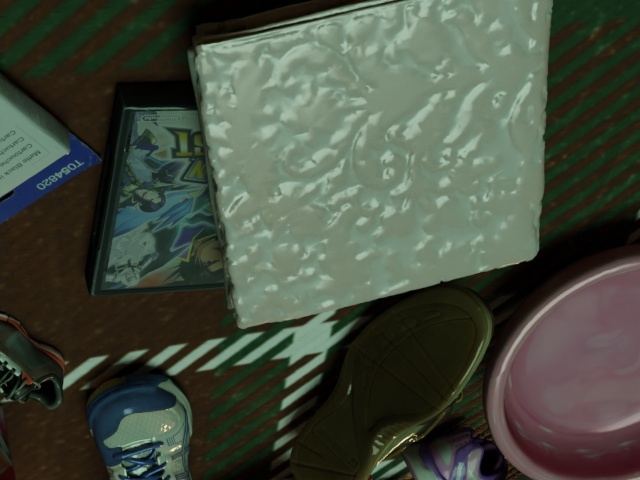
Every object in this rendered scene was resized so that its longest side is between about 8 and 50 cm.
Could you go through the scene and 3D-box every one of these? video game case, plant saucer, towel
[{"bbox_3d":[-0.068,-0.046,1.421,0.275,0.035,0.248,-4,139,-21],"label":"video game case"},{"bbox_3d":[0.335,0.134,1.728,0.332,0.084,0.332,-7,123,-11],"label":"plant saucer"},{"bbox_3d":[0.052,-0.083,1.356,0.317,0.053,0.332,-14,132,-11],"label":"towel"}]

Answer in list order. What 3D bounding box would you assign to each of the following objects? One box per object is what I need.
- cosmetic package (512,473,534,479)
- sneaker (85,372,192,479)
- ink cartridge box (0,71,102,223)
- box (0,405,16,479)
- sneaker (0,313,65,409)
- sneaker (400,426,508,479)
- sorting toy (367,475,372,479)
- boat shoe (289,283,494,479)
[{"bbox_3d":[0.283,0.402,1.899,0.224,0.138,0.225,-37,142,2],"label":"cosmetic package"},{"bbox_3d":[-0.178,0.263,1.665,0.112,0.131,0.296,-14,140,-5],"label":"sneaker"},{"bbox_3d":[-0.329,-0.054,1.285,0.223,0.045,0.224,-32,141,13],"label":"ink cartridge box"},{"bbox_3d":[-0.399,0.301,1.611,0.122,0.128,0.257,-1,137,-23],"label":"box"},{"bbox_3d":[-0.302,0.121,1.490,0.061,0.065,0.158,-37,139,20],"label":"sneaker"},{"bbox_3d":[0.195,0.303,1.917,0.104,0.095,0.236,-35,139,6],"label":"sneaker"},{"bbox_3d":[-0.066,0.345,1.823,0.274,0.046,0.132,-24,178,7],"label":"sorting toy"},{"bbox_3d":[0.093,0.162,1.699,0.123,0.123,0.342,-24,153,-51],"label":"boat shoe"}]
